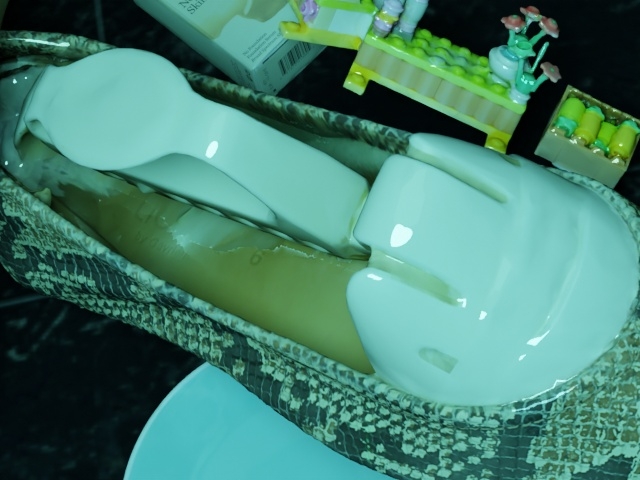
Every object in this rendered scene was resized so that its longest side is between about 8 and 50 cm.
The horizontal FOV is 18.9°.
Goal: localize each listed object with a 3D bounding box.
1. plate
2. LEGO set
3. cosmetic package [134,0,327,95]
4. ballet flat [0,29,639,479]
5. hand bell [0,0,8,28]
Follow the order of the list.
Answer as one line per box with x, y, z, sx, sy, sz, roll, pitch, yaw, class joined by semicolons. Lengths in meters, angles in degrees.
-0.008;0.134;0.972;0.188;0.024;0.188;-4;62;8;plate
0.059;-0.144;1.030;0.132;0.107;0.287;-13;49;-45;LEGO set
-0.055;-0.137;1.111;0.115;0.041;0.060;38;75;25;cosmetic package
0.000;0.000;0.898;0.482;0.182;0.164;19;68;31;ballet flat
-0.217;-0.060;1.084;0.126;0.126;0.242;-5;75;8;hand bell
